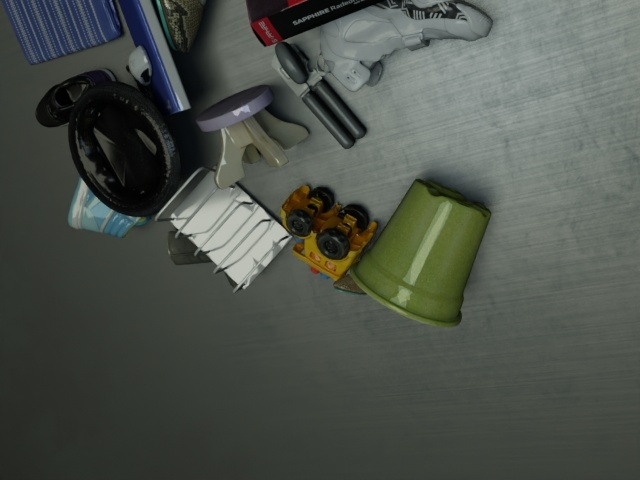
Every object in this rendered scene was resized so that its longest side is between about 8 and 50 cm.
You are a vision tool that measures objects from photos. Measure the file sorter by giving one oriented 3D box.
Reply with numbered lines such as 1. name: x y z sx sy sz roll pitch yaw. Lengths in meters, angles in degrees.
1. file sorter: -0.242 -0.030 1.404 0.278 0.173 0.193 43 95 1

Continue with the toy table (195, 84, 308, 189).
1. toy table: -0.166 -0.249 1.298 0.252 0.274 0.160 -30 112 -5

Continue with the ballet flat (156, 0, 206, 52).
1. ballet flat: -0.327 -0.672 1.226 0.182 0.164 0.482 -18 103 5

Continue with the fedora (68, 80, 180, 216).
1. fedora: -0.460 -0.233 1.409 0.334 0.152 0.333 7 112 17

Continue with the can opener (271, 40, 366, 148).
1. can opener: -0.011 -0.327 1.280 0.074 0.093 0.280 -38 100 28

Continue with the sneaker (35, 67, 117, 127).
1. sneaker: -0.683 -0.377 1.488 0.284 0.124 0.107 -20 103 27

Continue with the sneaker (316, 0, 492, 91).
1. sneaker: 0.154 -0.407 1.157 0.366 0.137 0.210 19 118 18

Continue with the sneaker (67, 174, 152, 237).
1. sneaker: -0.547 -0.154 1.546 0.208 0.127 0.318 20 106 -7

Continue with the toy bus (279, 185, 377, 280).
1. toy bus: 0.000 0.000 1.392 0.220 0.149 0.211 31 135 9

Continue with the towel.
1. towel: -0.675 -0.608 1.445 0.336 0.040 0.243 -5 111 25

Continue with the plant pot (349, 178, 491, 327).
1. plant pot: 0.241 0.011 1.245 0.276 0.276 0.253 26 106 9

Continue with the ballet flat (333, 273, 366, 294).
1. ballet flat: 0.113 0.100 1.367 0.073 0.206 0.067 27 100 43

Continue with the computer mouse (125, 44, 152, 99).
1. computer mouse: -0.441 -0.410 1.355 0.105 0.042 0.193 68 161 0

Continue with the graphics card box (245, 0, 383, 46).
1. graphics card box: 0.026 -0.546 1.068 0.371 0.094 0.232 -15 73 15

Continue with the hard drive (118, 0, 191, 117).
1. hard drive: -0.398 -0.454 1.322 0.210 0.040 0.318 18 129 64

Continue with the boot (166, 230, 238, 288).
1. boot: -0.319 0.054 1.560 0.209 0.076 0.189 -8 94 16
